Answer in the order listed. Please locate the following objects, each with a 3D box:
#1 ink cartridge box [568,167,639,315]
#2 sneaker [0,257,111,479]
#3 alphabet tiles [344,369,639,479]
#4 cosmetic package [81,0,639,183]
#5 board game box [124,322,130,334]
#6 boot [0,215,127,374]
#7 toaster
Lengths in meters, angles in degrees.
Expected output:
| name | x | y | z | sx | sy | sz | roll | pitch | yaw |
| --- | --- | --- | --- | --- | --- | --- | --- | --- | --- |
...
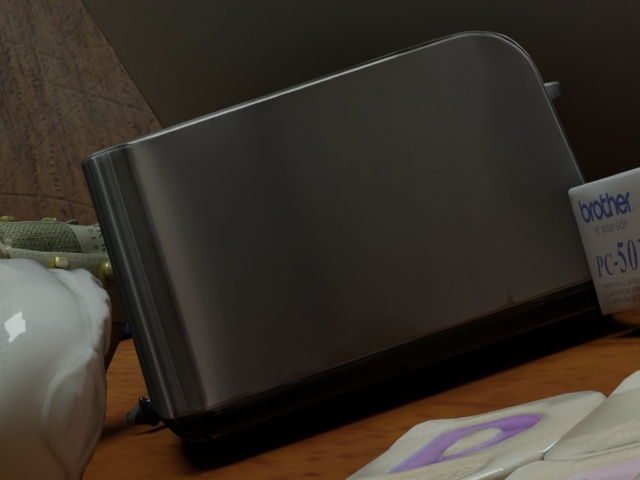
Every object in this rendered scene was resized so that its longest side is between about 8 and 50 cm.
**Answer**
| name | x | y | z | sx | sy | sz | roll | pitch | yaw |
| --- | --- | --- | --- | --- | --- | --- | --- | --- | --- |
| ink cartridge box | 0.160 | -0.019 | 0.530 | 0.097 | 0.046 | 0.207 | -15 | -1 | -20 |
| sneaker | -0.145 | 0.039 | 0.548 | 0.115 | 0.090 | 0.232 | 18 | -11 | -33 |
| alphabet tiles | 0.111 | 0.030 | 0.327 | 0.284 | 0.021 | 0.278 | -17 | 3 | 30 |
| cosmetic package | 0.105 | -0.222 | 0.894 | 0.327 | 0.329 | 0.393 | -17 | 25 | 33 |
| board game box | -0.064 | 0.015 | 1.394 | 0.160 | 0.047 | 0.210 | -16 | 5 | 23 |
| boot | -0.156 | -0.006 | 0.766 | 0.165 | 0.213 | 0.077 | -4 | 26 | -32 |
| toaster | 0.000 | 0.000 | 0.693 | 0.186 | 0.110 | 0.168 | -19 | 2 | -4 |
